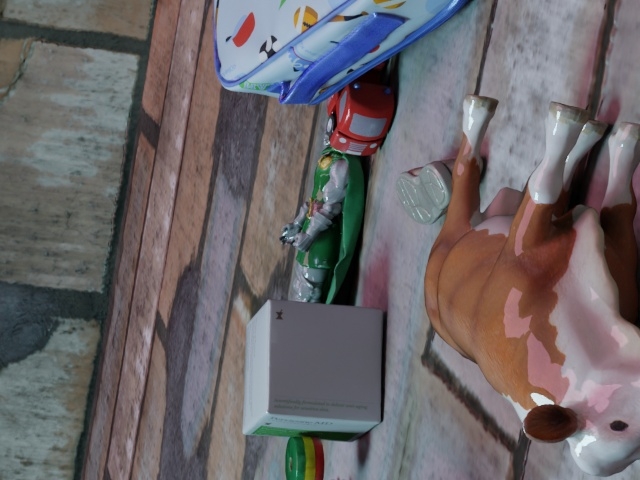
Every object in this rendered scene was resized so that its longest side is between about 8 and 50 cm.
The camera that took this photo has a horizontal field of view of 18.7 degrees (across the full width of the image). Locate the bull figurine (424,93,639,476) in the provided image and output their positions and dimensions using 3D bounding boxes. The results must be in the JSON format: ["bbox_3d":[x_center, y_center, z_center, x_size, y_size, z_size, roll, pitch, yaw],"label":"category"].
[{"bbox_3d":[0.131,0.018,1.122,0.310,0.101,0.188,-155,77,-73],"label":"bull figurine"}]

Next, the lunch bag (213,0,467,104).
[{"bbox_3d":[0.014,-0.244,1.588,0.303,0.115,0.243,-31,59,54],"label":"lunch bag"}]

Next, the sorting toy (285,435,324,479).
[{"bbox_3d":[0.002,0.303,1.584,0.132,0.046,0.274,-158,70,-76],"label":"sorting toy"}]

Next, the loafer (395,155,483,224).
[{"bbox_3d":[0.091,-0.041,1.462,0.045,0.039,0.125,63,167,0],"label":"loafer"}]

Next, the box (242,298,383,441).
[{"bbox_3d":[-0.007,0.110,1.623,0.087,0.101,0.102,131,143,-66],"label":"box"}]

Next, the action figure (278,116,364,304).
[{"bbox_3d":[0.000,0.000,1.754,0.137,0.063,0.232,-147,69,-78],"label":"action figure"}]

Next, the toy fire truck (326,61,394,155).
[{"bbox_3d":[0.043,-0.186,1.695,0.135,0.047,0.192,119,154,-52],"label":"toy fire truck"}]
